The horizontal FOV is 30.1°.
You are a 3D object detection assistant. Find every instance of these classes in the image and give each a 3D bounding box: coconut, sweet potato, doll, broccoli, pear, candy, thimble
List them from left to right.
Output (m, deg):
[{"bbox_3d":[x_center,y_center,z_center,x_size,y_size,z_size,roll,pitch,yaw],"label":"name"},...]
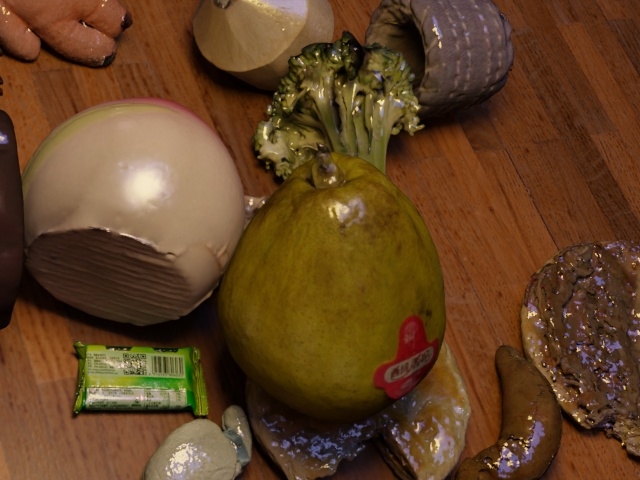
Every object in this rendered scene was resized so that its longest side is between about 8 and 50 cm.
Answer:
[{"bbox_3d":[-0.440,-0.371,1.795,0.303,0.156,0.201,28,90,-28],"label":"doll"},{"bbox_3d":[-0.237,0.182,1.560,0.178,0.032,0.102,4,61,-21],"label":"candy"},{"bbox_3d":[-0.161,0.287,1.494,0.103,0.071,0.214,43,57,10],"label":"doll"},{"bbox_3d":[-0.093,-0.343,1.841,0.202,0.202,0.222,61,15,21],"label":"coconut"},{"bbox_3d":[0.018,0.045,1.473,0.287,0.375,0.287,-4,32,2],"label":"pear"},{"bbox_3d":[0.029,-0.174,1.772,0.263,0.247,0.243,-8,53,-5],"label":"broccoli"},{"bbox_3d":[0.188,-0.297,1.922,0.172,0.236,0.205,-8,56,-28],"label":"thimble"},{"bbox_3d":[0.273,0.273,1.667,0.124,0.098,0.310,25,49,4],"label":"sweet potato"}]

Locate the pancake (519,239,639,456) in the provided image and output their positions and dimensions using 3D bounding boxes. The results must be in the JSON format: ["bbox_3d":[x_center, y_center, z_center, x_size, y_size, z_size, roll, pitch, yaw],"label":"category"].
[{"bbox_3d":[0.475,0.160,1.837,0.382,0.071,0.382,10,56,-16],"label":"pancake"}]

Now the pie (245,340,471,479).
[{"bbox_3d":[0.049,0.202,1.634,0.338,0.075,0.337,10,55,-15],"label":"pie"}]

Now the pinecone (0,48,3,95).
[{"bbox_3d":[-0.520,-0.232,1.633,0.184,0.179,0.204,-58,135,-57],"label":"pinecone"}]

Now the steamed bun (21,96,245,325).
[{"bbox_3d":[-0.237,-0.064,1.556,0.309,0.309,0.309,11,55,-15],"label":"steamed bun"}]

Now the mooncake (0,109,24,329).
[{"bbox_3d":[-0.450,-0.026,1.459,0.141,0.283,0.283,1,58,-26],"label":"mooncake"}]

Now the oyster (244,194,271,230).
[{"bbox_3d":[0.001,-0.004,1.704,0.355,0.107,0.201,20,29,-10],"label":"oyster"}]
